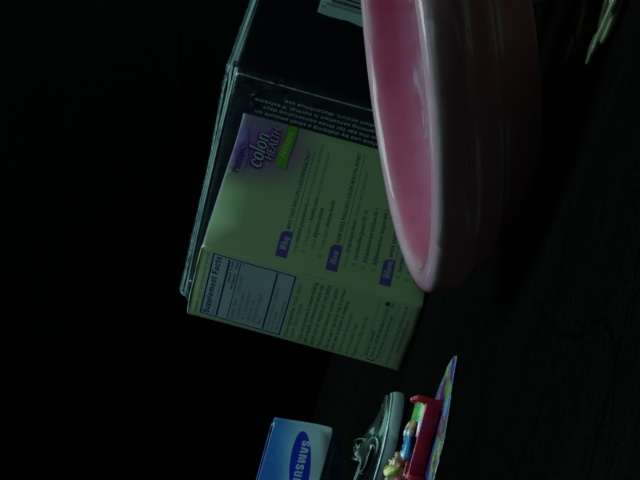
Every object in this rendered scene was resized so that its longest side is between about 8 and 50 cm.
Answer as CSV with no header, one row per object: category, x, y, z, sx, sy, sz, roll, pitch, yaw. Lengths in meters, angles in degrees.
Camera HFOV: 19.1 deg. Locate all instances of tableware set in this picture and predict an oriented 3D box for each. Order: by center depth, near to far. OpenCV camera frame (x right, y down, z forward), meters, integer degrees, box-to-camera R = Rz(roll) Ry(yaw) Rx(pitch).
tableware set,0.182,-0.180,1.217,0.141,0.020,0.168,108,177,-70

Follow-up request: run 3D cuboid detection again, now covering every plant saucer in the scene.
plant saucer,0.089,-0.132,1.336,0.332,0.084,0.332,174,90,-85

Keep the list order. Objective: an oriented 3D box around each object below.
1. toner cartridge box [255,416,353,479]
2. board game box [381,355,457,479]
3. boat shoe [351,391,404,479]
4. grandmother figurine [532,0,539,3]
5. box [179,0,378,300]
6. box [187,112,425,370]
toner cartridge box,-0.047,0.390,2.112,0.165,0.075,0.348,73,-152,-59
board game box,0.072,0.167,1.513,0.168,0.033,0.133,-76,2,-52
boat shoe,0.048,0.212,1.840,0.049,0.040,0.142,111,174,-81
grandmother figurine,0.126,-0.336,1.661,0.104,0.208,0.342,51,-158,-45
box,0.016,-0.197,2.700,0.472,0.297,0.480,109,176,-48
box,0.000,0.000,2.081,0.117,0.243,0.213,107,177,-47
